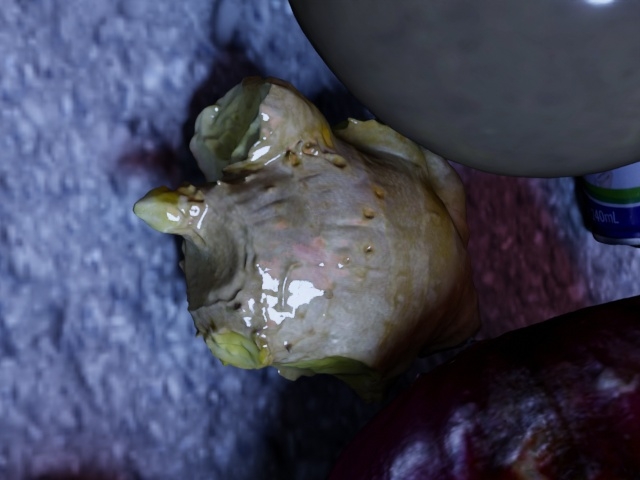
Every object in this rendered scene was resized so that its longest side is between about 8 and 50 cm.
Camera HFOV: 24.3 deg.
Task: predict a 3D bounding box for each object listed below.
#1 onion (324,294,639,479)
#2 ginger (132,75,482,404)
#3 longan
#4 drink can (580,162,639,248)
[{"bbox_3d":[0.121,0.188,0.741,0.260,0.337,0.282,-25,79,2],"label":"onion"},{"bbox_3d":[0.000,0.000,0.742,0.216,0.102,0.157,11,77,-41],"label":"ginger"},{"bbox_3d":[0.111,-0.174,0.723,0.297,0.297,0.297,-1,91,-42],"label":"longan"},{"bbox_3d":[0.192,-0.119,0.918,0.097,0.097,0.235,-23,106,-39],"label":"drink can"}]
